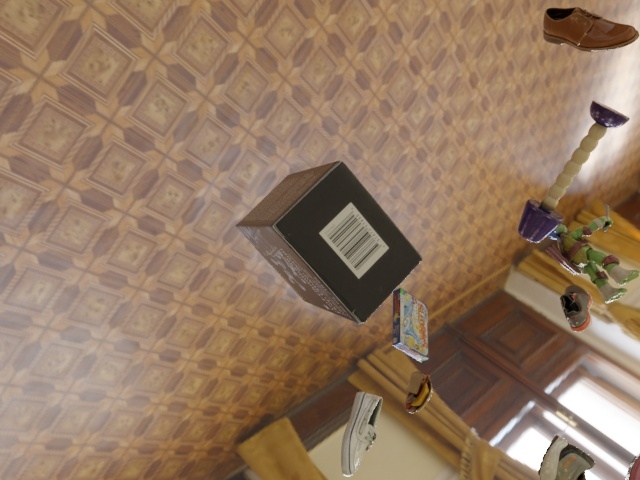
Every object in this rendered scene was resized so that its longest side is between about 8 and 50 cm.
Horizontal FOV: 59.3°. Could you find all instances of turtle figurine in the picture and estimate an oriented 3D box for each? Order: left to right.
[{"bbox_3d":[0.833,0.033,1.673,0.275,0.266,0.198,9,130,-39],"label":"turtle figurine"}]

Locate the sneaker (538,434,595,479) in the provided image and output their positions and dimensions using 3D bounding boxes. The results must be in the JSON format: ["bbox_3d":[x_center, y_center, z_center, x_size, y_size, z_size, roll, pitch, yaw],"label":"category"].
[{"bbox_3d":[0.554,0.587,1.296,0.100,0.108,0.271,-21,122,-46],"label":"sneaker"}]

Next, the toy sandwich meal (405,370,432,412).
[{"bbox_3d":[0.188,0.298,1.109,0.029,0.085,0.085,35,90,-13],"label":"toy sandwich meal"}]

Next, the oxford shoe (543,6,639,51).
[{"bbox_3d":[0.572,-0.459,1.208,0.076,0.212,0.076,-47,136,-15],"label":"oxford shoe"}]

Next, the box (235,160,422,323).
[{"bbox_3d":[0.000,0.000,1.353,0.212,0.395,0.293,-45,104,-13],"label":"box"}]

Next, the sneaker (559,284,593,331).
[{"bbox_3d":[0.572,0.136,1.268,0.061,0.065,0.158,-35,-166,28],"label":"sneaker"}]

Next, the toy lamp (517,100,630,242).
[{"bbox_3d":[0.459,-0.118,1.045,0.080,0.080,0.274,-7,130,-46],"label":"toy lamp"}]

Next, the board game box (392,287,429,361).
[{"bbox_3d":[0.285,0.266,1.783,0.136,0.201,0.035,33,134,-29],"label":"board game box"}]

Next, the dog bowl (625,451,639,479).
[{"bbox_3d":[0.957,0.653,1.370,0.408,0.408,0.150,-51,135,-5],"label":"dog bowl"}]

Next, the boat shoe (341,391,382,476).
[{"bbox_3d":[0.110,0.496,1.457,0.083,0.076,0.226,64,33,-46],"label":"boat shoe"}]
